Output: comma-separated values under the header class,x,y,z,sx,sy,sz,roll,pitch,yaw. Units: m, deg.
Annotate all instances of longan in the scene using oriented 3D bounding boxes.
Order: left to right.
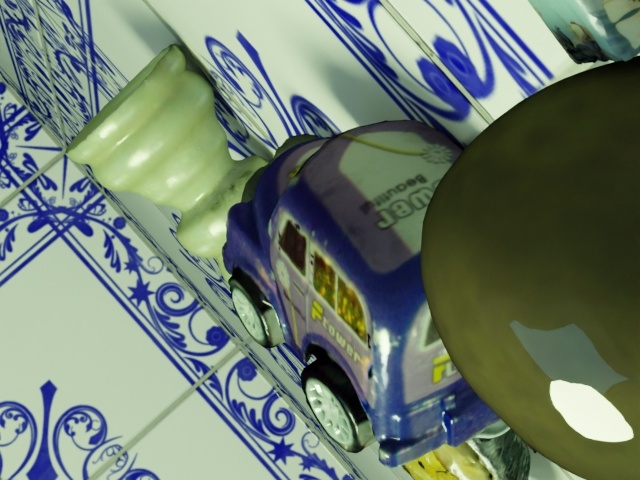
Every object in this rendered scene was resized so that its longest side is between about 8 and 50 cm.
class,x,y,z,sx,sy,sz,roll,pitch,yaw
longan,0.125,0.009,0.532,0.185,0.159,0.204,10,-167,-13

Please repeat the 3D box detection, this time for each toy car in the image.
class,x,y,z,sx,sy,sz,roll,pitch,yaw
toy car,0.042,0.008,0.937,0.235,0.172,0.158,43,152,38

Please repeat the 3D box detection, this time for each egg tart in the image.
class,x,y,z,sx,sy,sz,roll,pitch,yaw
egg tart,0.126,0.188,1.382,0.234,0.094,0.234,49,169,13

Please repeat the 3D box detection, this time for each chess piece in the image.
class,x,y,z,sx,sy,sz,roll,pitch,yaw
chess piece,-0.098,-0.045,1.374,0.251,0.144,0.144,45,170,-13

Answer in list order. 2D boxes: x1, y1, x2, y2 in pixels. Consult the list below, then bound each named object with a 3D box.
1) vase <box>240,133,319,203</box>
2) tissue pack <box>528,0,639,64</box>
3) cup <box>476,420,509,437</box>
class,x,y,z,sx,sy,sz,roll,pitch,yaw
vase,0.000,0.000,1.214,0.115,0.115,0.237,46,171,11
tissue pack,0.092,-0.116,0.490,0.094,0.074,0.059,50,177,-13
cup,0.104,0.080,1.099,0.128,0.095,0.129,10,-166,-29
